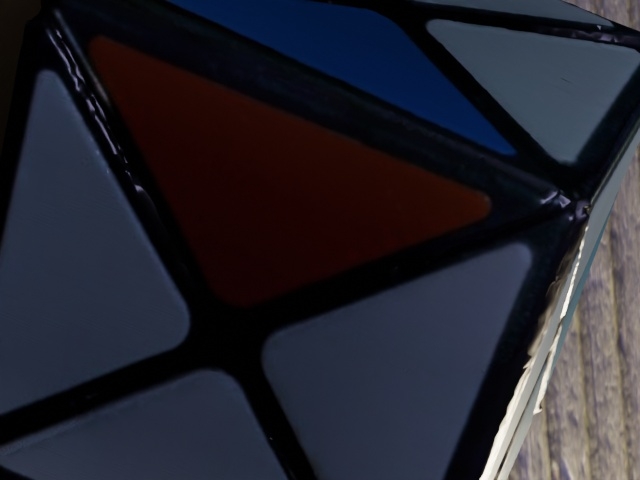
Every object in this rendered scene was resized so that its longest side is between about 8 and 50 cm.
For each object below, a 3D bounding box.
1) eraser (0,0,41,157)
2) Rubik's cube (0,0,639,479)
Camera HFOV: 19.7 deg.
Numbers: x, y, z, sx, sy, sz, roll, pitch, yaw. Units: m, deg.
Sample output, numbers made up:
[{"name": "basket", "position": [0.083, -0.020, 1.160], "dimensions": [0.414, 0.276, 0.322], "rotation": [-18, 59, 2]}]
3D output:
[{"name": "eraser", "position": [-0.189, -0.049, 0.855], "dimensions": [0.144, 0.078, 0.343], "rotation": [58, 46, -37]}, {"name": "Rubik's cube", "position": [-0.001, 0.000, 0.869], "dimensions": [0.246, 0.250, 0.248], "rotation": [-50, 161, -61]}]
